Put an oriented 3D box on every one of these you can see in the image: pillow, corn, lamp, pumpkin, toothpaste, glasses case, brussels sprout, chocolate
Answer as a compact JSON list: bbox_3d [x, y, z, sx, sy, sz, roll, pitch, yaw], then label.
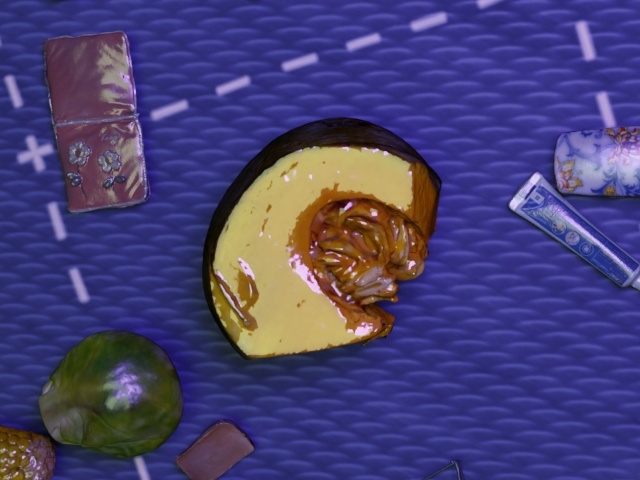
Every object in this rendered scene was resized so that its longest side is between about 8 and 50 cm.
[{"bbox_3d":[-0.290,-0.154,1.417,0.126,0.043,0.232,-8,93,13],"label":"pillow"},{"bbox_3d":[-0.516,0.293,1.468,0.322,0.119,0.119,-2,95,7],"label":"corn"},{"bbox_3d":[0.124,0.316,1.381,0.121,0.041,0.054,-17,83,16],"label":"lamp"},{"bbox_3d":[0.000,0.000,1.290,0.257,0.225,0.303,16,92,5],"label":"pumpkin"},{"bbox_3d":[0.317,-0.003,1.312,0.197,0.035,0.057,40,96,9],"label":"toothpaste"},{"bbox_3d":[0.398,-0.091,1.271,0.248,0.065,0.086,3,97,12],"label":"glasses case"},{"bbox_3d":[-0.266,0.195,1.398,0.181,0.143,0.161,-6,129,0],"label":"brussels sprout"},{"bbox_3d":[-0.137,0.274,1.431,0.064,0.031,0.101,43,106,-13],"label":"chocolate"}]
